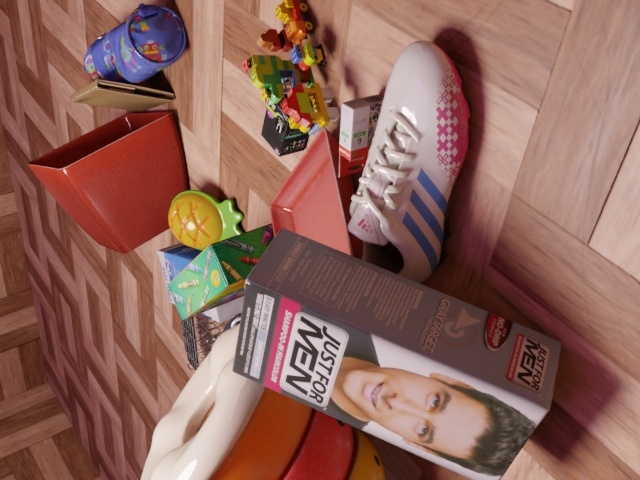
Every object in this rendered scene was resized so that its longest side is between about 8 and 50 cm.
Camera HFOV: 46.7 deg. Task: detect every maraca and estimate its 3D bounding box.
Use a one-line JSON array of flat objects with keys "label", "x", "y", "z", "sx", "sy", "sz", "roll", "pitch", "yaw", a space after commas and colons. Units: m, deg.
[{"label": "maraca", "x": -0.233, "y": -0.039, "z": 1.514, "sx": 0.185, "sy": 0.099, "sz": 0.127, "roll": 8, "pitch": 114, "yaw": 28}]

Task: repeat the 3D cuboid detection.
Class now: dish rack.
[{"label": "dish rack", "x": -0.245, "y": 0.264, "z": 1.728, "sx": 0.271, "sy": 0.074, "sz": 0.208, "roll": 35, "pitch": 134, "yaw": 45}]

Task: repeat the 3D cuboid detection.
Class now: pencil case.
[{"label": "pencil case", "x": -0.385, "y": -0.389, "z": 1.516, "sx": 0.306, "sy": 0.119, "sz": 0.133, "roll": -2, "pitch": 115, "yaw": 56}]

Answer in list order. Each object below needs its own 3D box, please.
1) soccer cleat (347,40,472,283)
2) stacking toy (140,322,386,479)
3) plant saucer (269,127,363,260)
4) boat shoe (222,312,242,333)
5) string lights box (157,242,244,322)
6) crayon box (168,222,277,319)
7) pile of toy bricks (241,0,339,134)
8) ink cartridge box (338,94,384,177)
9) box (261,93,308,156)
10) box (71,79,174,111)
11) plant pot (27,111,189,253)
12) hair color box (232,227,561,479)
[{"label": "soccer cleat", "x": 0.101, "y": -0.074, "z": 0.925, "sx": 0.116, "sy": 0.143, "sz": 0.331, "roll": 32, "pitch": 133, "yaw": 43}, {"label": "stacking toy", "x": -0.015, "y": 0.379, "z": 1.205, "sx": 0.480, "sy": 0.351, "sz": 0.350, "roll": 35, "pitch": 151, "yaw": -14}, {"label": "plant saucer", "x": 0.000, "y": 0.000, "z": 1.159, "sx": 0.258, "sy": 0.047, "sz": 0.259, "roll": 132, "pitch": 132, "yaw": -55}, {"label": "boat shoe", "x": -0.115, "y": 0.179, "z": 1.418, "sx": 0.158, "sy": 0.127, "sz": 0.341, "roll": 47, "pitch": 143, "yaw": 21}, {"label": "string lights box", "x": -0.268, "y": 0.088, "z": 1.652, "sx": 0.259, "sy": 0.076, "sz": 0.133, "roll": 11, "pitch": 116, "yaw": 55}, {"label": "crayon box", "x": -0.164, "y": 0.058, "z": 1.389, "sx": 0.278, "sy": 0.165, "sz": 0.081, "roll": -34, "pitch": 78, "yaw": 58}, {"label": "pile of toy bricks", "x": -0.062, "y": -0.247, "z": 1.082, "sx": 0.118, "sy": 0.105, "sz": 0.212, "roll": -37, "pitch": 65, "yaw": 57}, {"label": "ink cartridge box", "x": 0.059, "y": -0.140, "z": 1.029, "sx": 0.029, "sy": 0.062, "sz": 0.115, "roll": 39, "pitch": 138, "yaw": 43}, {"label": "box", "x": -0.053, "y": -0.187, "z": 1.186, "sx": 0.062, "sy": 0.052, "sz": 0.083, "roll": 53, "pitch": 146, "yaw": 28}, {"label": "box", "x": -0.428, "y": -0.308, "z": 1.594, "sx": 0.201, "sy": 0.164, "sz": 0.021, "roll": 2, "pitch": 89, "yaw": 57}, {"label": "plant pot", "x": -0.443, "y": -0.122, "z": 1.652, "sx": 0.267, "sy": 0.267, "sz": 0.236, "roll": 13, "pitch": 131, "yaw": 54}, {"label": "hair color box", "x": 0.085, "y": 0.149, "z": 0.938, "sx": 0.374, "sy": 0.114, "sz": 0.185, "roll": 22, "pitch": 134, "yaw": 9}]
